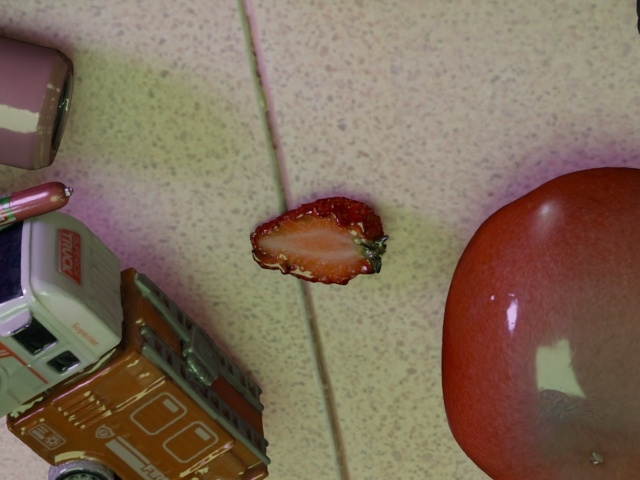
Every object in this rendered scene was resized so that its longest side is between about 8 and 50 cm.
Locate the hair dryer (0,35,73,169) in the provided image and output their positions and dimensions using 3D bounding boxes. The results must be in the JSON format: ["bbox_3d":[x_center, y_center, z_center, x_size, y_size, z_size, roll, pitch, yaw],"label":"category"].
[{"bbox_3d":[-0.372,-0.064,1.908,0.210,0.125,0.352,12,132,-1],"label":"hair dryer"}]

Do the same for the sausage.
[{"bbox_3d":[-0.333,-0.022,1.847,0.223,0.029,0.029,-15,118,26],"label":"sausage"}]

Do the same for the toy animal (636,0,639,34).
[{"bbox_3d":[0.305,-0.255,1.665,0.082,0.137,0.269,-13,127,19],"label":"toy animal"}]

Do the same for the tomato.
[{"bbox_3d":[0.279,0.109,1.811,0.341,0.272,0.341,4,122,6],"label":"tomato"}]

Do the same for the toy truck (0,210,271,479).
[{"bbox_3d":[-0.223,0.135,1.924,0.207,0.173,0.387,-29,129,17],"label":"toy truck"}]

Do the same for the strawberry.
[{"bbox_3d":[0.001,-0.002,1.919,0.152,0.048,0.104,4,130,22],"label":"strawberry"}]
